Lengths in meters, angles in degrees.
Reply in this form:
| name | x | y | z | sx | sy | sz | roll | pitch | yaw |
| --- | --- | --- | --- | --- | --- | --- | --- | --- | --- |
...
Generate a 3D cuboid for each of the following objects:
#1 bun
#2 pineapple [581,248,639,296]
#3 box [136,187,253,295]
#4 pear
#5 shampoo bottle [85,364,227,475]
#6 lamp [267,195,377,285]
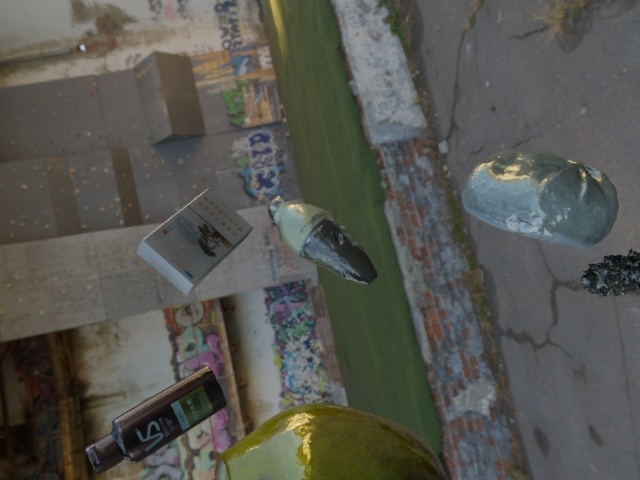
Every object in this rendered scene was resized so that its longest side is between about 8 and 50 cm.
| name | x | y | z | sx | sy | sz | roll | pitch | yaw |
| --- | --- | --- | --- | --- | --- | --- | --- | --- | --- |
| bun | 0.513 | -0.115 | 1.160 | 0.354 | 0.354 | 0.194 | -117 | 37 | -71 |
| pineapple | 0.752 | 0.061 | 1.027 | 0.362 | 0.202 | 0.202 | -23 | 76 | 44 |
| box | -0.281 | -0.002 | 1.119 | 0.149 | 0.233 | 0.067 | 40 | 136 | 0 |
| pear | 0.014 | 0.345 | 0.615 | 0.269 | 0.321 | 0.269 | 177 | 90 | -90 |
| shampoo bottle | -0.393 | 0.438 | 1.182 | 0.084 | 0.323 | 0.129 | 8 | 120 | 57 |
| lamp | 0.000 | 0.000 | 0.888 | 0.250 | 0.101 | 0.101 | 37 | 160 | 17 |
